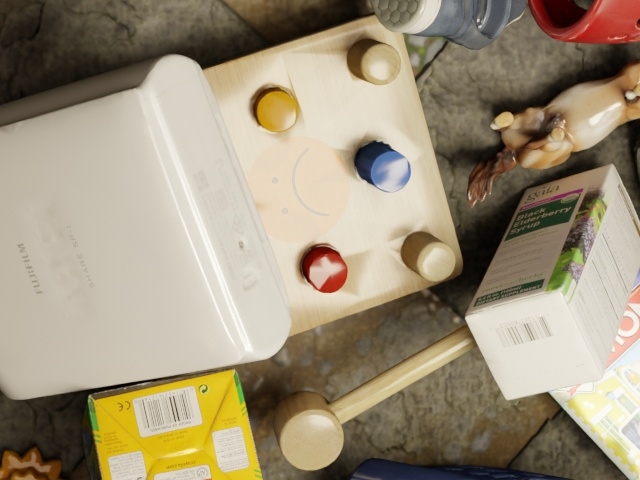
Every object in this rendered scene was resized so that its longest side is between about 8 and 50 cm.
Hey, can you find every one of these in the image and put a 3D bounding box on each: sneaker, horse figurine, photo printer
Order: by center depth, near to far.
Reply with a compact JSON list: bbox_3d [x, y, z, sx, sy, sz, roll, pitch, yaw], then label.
[{"bbox_3d":[-0.199,0.000,1.395,0.307,0.107,0.256,-11,105,33],"label":"photo printer"},{"bbox_3d":[0.102,-0.273,1.491,0.163,0.086,0.226,6,67,-44],"label":"sneaker"},{"bbox_3d":[0.239,-0.112,1.528,0.263,0.174,0.066,-27,83,2],"label":"horse figurine"}]

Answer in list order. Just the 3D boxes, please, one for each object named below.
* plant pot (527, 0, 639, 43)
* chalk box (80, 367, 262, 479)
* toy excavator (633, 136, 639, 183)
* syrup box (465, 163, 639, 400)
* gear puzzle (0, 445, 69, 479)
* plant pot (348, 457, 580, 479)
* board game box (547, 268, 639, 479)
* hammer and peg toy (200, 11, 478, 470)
[{"bbox_3d":[0.290,-0.264,1.480,0.174,0.191,0.191,3,101,-20],"label":"plant pot"},{"bbox_3d":[-0.133,0.204,1.471,0.132,0.213,0.132,-10,76,-12],"label":"chalk box"},{"bbox_3d":[0.429,0.062,1.361,0.222,0.445,0.433,-12,86,1],"label":"toy excavator"},{"bbox_3d":[0.214,0.032,1.492,0.093,0.237,0.096,-16,113,29],"label":"syrup box"},{"bbox_3d":[-0.347,0.329,1.533,0.175,0.044,0.339,44,90,-17],"label":"gear puzzle"},{"bbox_3d":[0.137,0.314,1.497,0.212,0.236,0.236,16,83,-31],"label":"plant pot"},{"bbox_3d":[0.372,0.082,1.608,0.317,0.046,0.213,-43,89,-1],"label":"board game box"},{"bbox_3d":[0.000,0.000,1.500,0.266,0.127,0.361,-20,105,-10],"label":"hammer and peg toy"}]
